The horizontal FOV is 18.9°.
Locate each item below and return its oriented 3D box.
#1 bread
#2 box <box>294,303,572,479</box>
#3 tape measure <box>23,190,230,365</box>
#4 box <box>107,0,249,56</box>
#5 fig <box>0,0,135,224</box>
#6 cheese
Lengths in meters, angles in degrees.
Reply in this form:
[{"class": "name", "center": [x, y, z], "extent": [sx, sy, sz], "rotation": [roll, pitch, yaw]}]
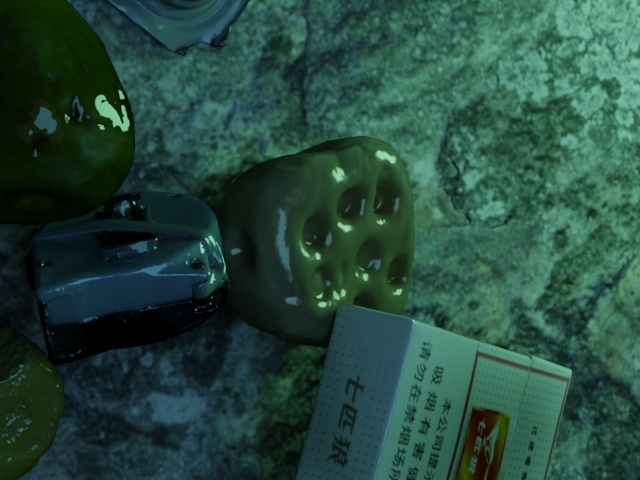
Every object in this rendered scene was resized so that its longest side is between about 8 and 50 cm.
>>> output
[{"class": "bread", "center": [-0.301, 0.160, 1.722], "extent": [0.156, 0.086, 0.125], "rotation": [-32, 118, -20]}, {"class": "box", "center": [0.115, 0.194, 1.876], "extent": [0.330, 0.095, 0.210], "rotation": [20, 83, -55]}, {"class": "tape measure", "center": [-0.174, 0.023, 1.724], "extent": [0.182, 0.181, 0.107], "rotation": [-14, 118, -12]}, {"class": "box", "center": [-0.148, -0.357, 1.760], "extent": [0.336, 0.106, 0.264], "rotation": [37, 76, -26]}, {"class": "fig", "center": [-0.267, -0.156, 1.678], "extent": [0.206, 0.206, 0.275], "rotation": [4, 69, -29]}, {"class": "cheese", "center": [0.000, 0.000, 1.838], "extent": [0.218, 0.117, 0.235], "rotation": [-58, 138, -22]}]
